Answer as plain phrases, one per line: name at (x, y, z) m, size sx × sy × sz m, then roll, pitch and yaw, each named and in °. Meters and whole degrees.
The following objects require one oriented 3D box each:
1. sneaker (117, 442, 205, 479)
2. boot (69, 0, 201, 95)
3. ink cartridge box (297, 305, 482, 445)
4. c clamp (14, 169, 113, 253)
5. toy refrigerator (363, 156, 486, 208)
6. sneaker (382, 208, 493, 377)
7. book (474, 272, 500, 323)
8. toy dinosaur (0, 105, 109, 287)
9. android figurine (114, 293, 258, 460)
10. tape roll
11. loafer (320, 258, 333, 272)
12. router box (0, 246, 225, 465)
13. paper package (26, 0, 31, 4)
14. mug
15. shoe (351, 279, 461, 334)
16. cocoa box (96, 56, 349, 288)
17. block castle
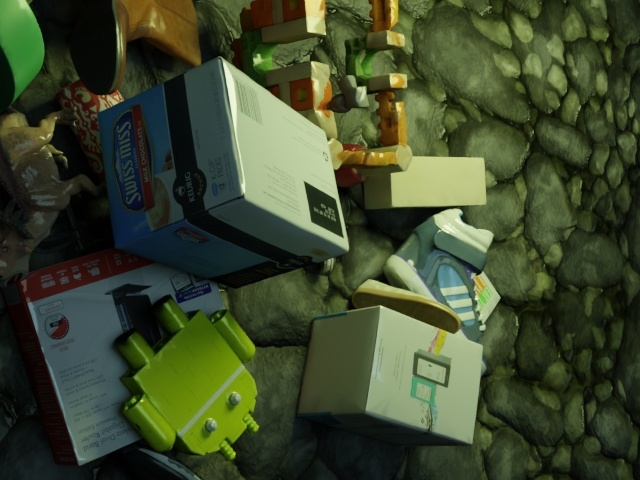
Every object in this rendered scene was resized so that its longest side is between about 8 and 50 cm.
sneaker at (-0.229, 0.438, 1.662) m, size 0.283 × 0.107 × 0.124 m, roll 44°, pitch 64°, yaw -24°
boot at (-0.298, -0.333, 1.720) m, size 0.280 × 0.096 × 0.264 m, roll 19°, pitch 52°, yaw -61°
ink cartridge box at (0.133, 0.260, 1.920) m, size 0.270 × 0.198 × 0.197 m, roll 23°, pitch 67°, yaw -34°
c clamp at (-0.423, -0.049, 1.655) m, size 0.137 × 0.022 × 0.160 m, roll -29°, pitch 101°, yaw -33°
toy refrigerator at (0.213, -0.118, 2.127) m, size 0.269 × 0.094 × 0.102 m, roll -4°, pitch 90°, yaw -38°
sneaker at (0.298, 0.093, 2.096) m, size 0.236 × 0.130 × 0.323 m, roll -40°, pitch 102°, yaw -16°
book at (0.318, 0.096, 2.208) m, size 0.144 × 0.035 × 0.096 m, roll 54°, pitch 52°, yaw -14°
toy dinosaur at (-0.444, -0.098, 1.536) m, size 0.200 × 0.127 × 0.295 m, roll -12°, pitch 69°, yaw -40°
android figurine at (-0.201, 0.227, 1.647) m, size 0.248 × 0.056 × 0.273 m, roll -44°, pitch 107°, yaw -35°
tape roll at (-0.536, -0.313, 1.420) m, size 0.321 × 0.321 × 0.077 m, roll 44°, pitch 57°, yaw -24°
loafer at (0.000, 0.000, 1.970) m, size 0.039 × 0.045 × 0.125 m, roll 5°, pitch 71°, yaw -21°
router box at (-0.305, 0.158, 1.666) m, size 0.335 × 0.082 × 0.301 m, roll -20°, pitch 94°, yaw -39°
paper package at (-0.502, -0.513, 1.493) m, size 0.325 × 0.168 × 0.309 m, roll 44°, pitch 24°, yaw -23°
mug at (-0.351, -0.183, 1.701) m, size 0.113 × 0.150 × 0.169 m, roll -30°, pitch 97°, yaw -1°
shoe at (0.170, 0.123, 1.988) m, size 0.058 × 0.219 × 0.076 m, roll -48°, pitch 149°, yaw -51°
cocoa box at (-0.144, -0.086, 1.609) m, size 0.347 × 0.228 × 0.231 m, roll 26°, pitch 49°, yaw -60°
block castle at (-0.005, -0.327, 1.924) m, size 0.303 × 0.213 × 0.453 m, roll -5°, pitch 91°, yaw -51°
